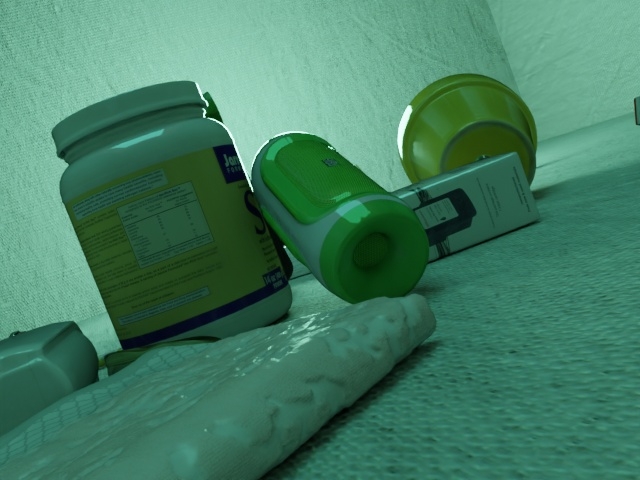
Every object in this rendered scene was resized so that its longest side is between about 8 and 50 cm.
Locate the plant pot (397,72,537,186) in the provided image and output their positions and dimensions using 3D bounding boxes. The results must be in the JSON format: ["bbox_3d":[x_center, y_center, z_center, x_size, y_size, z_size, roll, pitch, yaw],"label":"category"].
[{"bbox_3d":[0.274,-0.160,1.284,0.254,0.254,0.239,-20,18,8],"label":"plant pot"}]

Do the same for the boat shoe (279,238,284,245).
[{"bbox_3d":[-0.208,0.050,1.651,0.340,0.127,0.113,-27,17,-2],"label":"boat shoe"}]

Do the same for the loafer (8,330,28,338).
[{"bbox_3d":[-0.524,0.223,1.289,0.084,0.096,0.267,-1,6,-14],"label":"loafer"}]

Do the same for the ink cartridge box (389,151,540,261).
[{"bbox_3d":[0.158,-0.035,1.010,0.237,0.100,0.172,-21,4,0],"label":"ink cartridge box"}]

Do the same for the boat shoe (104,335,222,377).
[{"bbox_3d":[-0.176,0.139,0.810,0.153,0.048,0.056,-13,-6,19],"label":"boat shoe"}]

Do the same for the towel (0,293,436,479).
[{"bbox_3d":[-0.122,0.130,0.499,0.317,0.053,0.332,-18,5,39],"label":"towel"}]

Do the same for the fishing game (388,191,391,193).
[{"bbox_3d":[0.173,-0.062,1.476,0.264,0.041,0.189,-11,23,-28],"label":"fishing game"}]

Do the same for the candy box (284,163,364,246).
[{"bbox_3d":[-0.001,-0.067,1.859,0.317,0.087,0.183,-20,-36,23],"label":"candy box"}]

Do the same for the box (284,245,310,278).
[{"bbox_3d":[-0.076,0.047,1.423,0.324,0.067,0.063,-20,2,27],"label":"box"}]

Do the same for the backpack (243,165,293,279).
[{"bbox_3d":[-0.204,0.015,1.210,0.263,0.276,0.213,-27,-3,11],"label":"backpack"}]

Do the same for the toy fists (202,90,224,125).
[{"bbox_3d":[-0.234,-0.154,1.220,0.142,0.096,0.279,-26,-15,-10],"label":"toy fists"}]

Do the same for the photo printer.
[{"bbox_3d":[-0.366,0.175,0.752,0.256,0.107,0.307,-21,4,-11],"label":"photo printer"}]

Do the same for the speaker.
[{"bbox_3d":[0.010,-0.037,0.844,0.131,0.131,0.296,-21,30,-13],"label":"speaker"}]

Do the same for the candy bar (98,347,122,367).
[{"bbox_3d":[-0.367,0.199,1.134,0.162,0.018,0.040,-20,7,-2],"label":"candy bar"}]

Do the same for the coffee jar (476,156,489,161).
[{"bbox_3d":[0.421,-0.191,1.977,0.184,0.096,0.079,-20,1,29],"label":"coffee jar"}]

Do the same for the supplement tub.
[{"bbox_3d":[-0.200,-0.020,0.963,0.241,0.331,0.241,-21,4,1],"label":"supplement tub"}]

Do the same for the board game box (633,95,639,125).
[{"bbox_3d":[0.582,-0.198,1.035,0.194,0.045,0.147,0,-5,-24],"label":"board game box"}]
